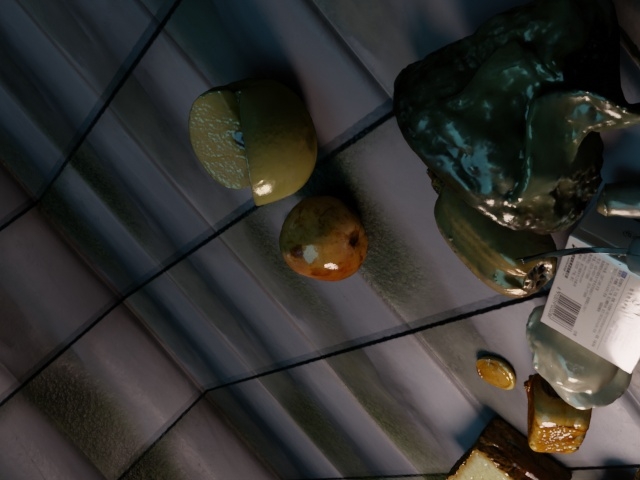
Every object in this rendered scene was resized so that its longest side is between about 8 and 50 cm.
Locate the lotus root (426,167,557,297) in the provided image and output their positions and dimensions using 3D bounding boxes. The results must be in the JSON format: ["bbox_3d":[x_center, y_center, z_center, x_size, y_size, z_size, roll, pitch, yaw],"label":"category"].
[{"bbox_3d":[0.326,-0.032,1.721,0.342,0.151,0.169,53,140,35],"label":"lotus root"}]

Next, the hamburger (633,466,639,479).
[{"bbox_3d":[0.773,0.578,1.945,0.177,0.113,0.185,22,142,35],"label":"hamburger"}]

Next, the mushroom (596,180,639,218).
[{"bbox_3d":[0.591,-0.053,1.453,0.278,0.096,0.099,16,137,45],"label":"mushroom"}]

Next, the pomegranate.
[{"bbox_3d":[0.000,0.000,2.096,0.215,0.215,0.215,30,146,24],"label":"pomegranate"}]

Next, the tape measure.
[{"bbox_3d":[0.495,0.018,1.436,0.330,0.084,0.164,9,177,6],"label":"tape measure"}]

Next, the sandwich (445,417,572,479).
[{"bbox_3d":[0.492,0.643,2.338,0.262,0.131,0.325,36,145,13],"label":"sandwich"}]

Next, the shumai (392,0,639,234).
[{"bbox_3d":[0.339,-0.235,1.373,0.395,0.395,0.348,42,126,6],"label":"shumai"}]

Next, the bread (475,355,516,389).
[{"bbox_3d":[0.429,0.324,2.142,0.110,0.024,0.110,31,147,23],"label":"bread"}]

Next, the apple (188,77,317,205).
[{"bbox_3d":[-0.134,-0.234,1.970,0.295,0.233,0.257,24,130,49],"label":"apple"}]

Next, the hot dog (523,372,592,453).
[{"bbox_3d":[0.528,0.372,1.954,0.150,0.153,0.256,3,153,11],"label":"hot dog"}]

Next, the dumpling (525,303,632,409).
[{"bbox_3d":[0.524,0.239,1.814,0.250,0.162,0.132,44,-173,8],"label":"dumpling"}]

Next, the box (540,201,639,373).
[{"bbox_3d":[0.551,0.090,1.641,0.203,0.116,0.274,31,146,24],"label":"box"}]
